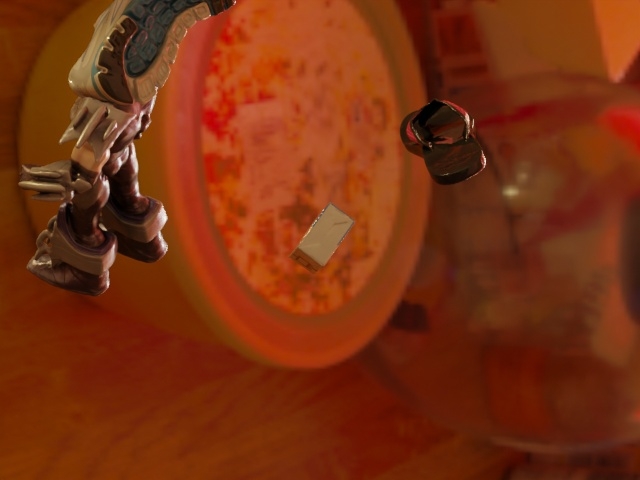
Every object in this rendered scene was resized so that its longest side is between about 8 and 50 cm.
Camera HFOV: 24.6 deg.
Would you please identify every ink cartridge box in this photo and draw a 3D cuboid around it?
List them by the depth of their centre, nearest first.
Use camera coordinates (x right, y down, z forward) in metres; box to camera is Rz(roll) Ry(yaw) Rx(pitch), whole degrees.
[{"bbox_3d":[0.000,0.000,1.240,0.028,0.083,0.048,36,80,-2],"label":"ink cartridge box"}]

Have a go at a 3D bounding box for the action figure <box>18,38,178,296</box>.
[{"bbox_3d":[-0.191,-0.071,1.269,0.185,0.099,0.285,-49,161,-38],"label":"action figure"}]

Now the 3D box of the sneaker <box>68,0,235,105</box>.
[{"bbox_3d":[-0.129,-0.177,1.116,0.071,0.083,0.191,53,58,-26],"label":"sneaker"}]

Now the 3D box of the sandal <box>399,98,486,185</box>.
[{"bbox_3d":[0.108,-0.098,1.310,0.179,0.067,0.040,-110,174,-69],"label":"sandal"}]
